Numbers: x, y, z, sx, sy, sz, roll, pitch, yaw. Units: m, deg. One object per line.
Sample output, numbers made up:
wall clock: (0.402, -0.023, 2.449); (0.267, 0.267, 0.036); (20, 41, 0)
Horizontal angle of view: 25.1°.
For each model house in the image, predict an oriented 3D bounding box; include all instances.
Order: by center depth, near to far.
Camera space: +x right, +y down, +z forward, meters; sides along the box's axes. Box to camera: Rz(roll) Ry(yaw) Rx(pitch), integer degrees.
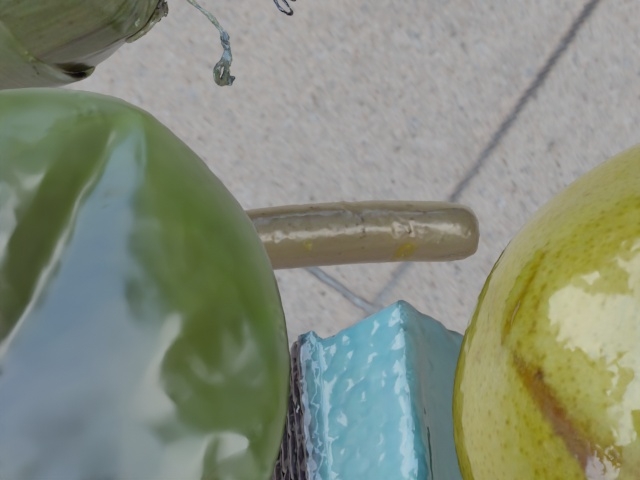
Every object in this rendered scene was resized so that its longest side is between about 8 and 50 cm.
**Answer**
model house: (0.043, 0.234, 1.033); (0.249, 0.230, 0.280); (-32, 44, 33)

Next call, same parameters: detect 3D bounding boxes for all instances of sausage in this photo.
sausage: (-0.001, -0.002, 1.302); (0.301, 0.066, 0.066); (-4, 69, -15)

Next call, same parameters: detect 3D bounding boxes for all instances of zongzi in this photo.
zongzi: (-0.220, -0.268, 1.130); (0.447, 0.181, 0.418); (-16, 48, 27)

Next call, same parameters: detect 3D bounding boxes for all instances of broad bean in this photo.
broad bean: (-0.095, 0.062, 0.355); (0.206, 0.072, 0.153); (-44, 95, 2)

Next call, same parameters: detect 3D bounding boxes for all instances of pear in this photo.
pear: (0.222, 0.096, 0.817); (0.314, 0.314, 0.314); (-6, 72, 18)
